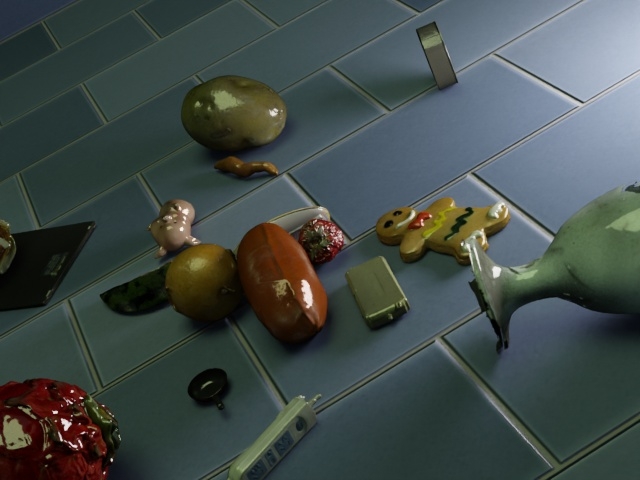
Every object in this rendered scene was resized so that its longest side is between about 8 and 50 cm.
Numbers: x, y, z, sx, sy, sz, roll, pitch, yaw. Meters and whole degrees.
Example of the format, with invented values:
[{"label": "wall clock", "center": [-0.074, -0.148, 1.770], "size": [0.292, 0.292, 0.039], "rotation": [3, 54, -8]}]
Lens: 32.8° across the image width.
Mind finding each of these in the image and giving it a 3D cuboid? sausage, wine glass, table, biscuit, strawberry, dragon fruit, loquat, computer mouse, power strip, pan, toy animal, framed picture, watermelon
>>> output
[{"label": "sausage", "center": [-0.069, 0.067, 1.787], "size": [0.133, 0.133, 0.258], "rotation": [-26, 40, 0]}, {"label": "wine glass", "center": [0.385, 0.029, 1.502], "size": [0.357, 0.190, 0.190], "rotation": [-20, 34, 14]}, {"label": "table", "center": [0.235, -0.373, 2.194], "size": [0.043, 0.133, 0.133], "rotation": [-22, 33, 8]}, {"label": "biscuit", "center": [0.193, -0.024, 1.834], "size": [0.240, 0.035, 0.158], "rotation": [5, 42, 38]}, {"label": "strawberry", "center": [0.000, 0.000, 1.890], "size": [0.083, 0.083, 0.096], "rotation": [-11, 13, 21]}, {"label": "dragon fruit", "center": [-0.424, 0.324, 1.592], "size": [0.299, 0.244, 0.244], "rotation": [-25, 25, 45]}, {"label": "loquat", "center": [-0.200, 0.073, 1.866], "size": [0.141, 0.141, 0.141], "rotation": [-17, 34, 12]}, {"label": "computer mouse", "center": [-0.076, -0.008, 1.943], "size": [0.199, 0.102, 0.045], "rotation": [-29, 72, -4]}, {"label": "power strip", "center": [-0.063, 0.288, 1.561], "size": [0.030, 0.047, 0.191], "rotation": [22, 56, 43]}, {"label": "pan", "center": [-0.169, 0.243, 1.712], "size": [0.068, 0.023, 0.115], "rotation": [-30, 31, -8]}, {"label": "toy animal", "center": [-0.283, -0.031, 2.127], "size": [0.083, 0.089, 0.150], "rotation": [-33, 30, 30]}, {"label": "framed picture", "center": [-0.660, 0.064, 2.295], "size": [0.338, 0.014, 0.255], "rotation": [-8, 38, 25]}, {"label": "watermelon", "center": [-0.304, 0.073, 2.014], "size": [0.245, 0.063, 0.119], "rotation": [-27, 15, 8]}, {"label": "power strip", "center": [0.092, 0.085, 1.754], "size": [0.076, 0.028, 0.169], "rotation": [-24, 32, 1]}]

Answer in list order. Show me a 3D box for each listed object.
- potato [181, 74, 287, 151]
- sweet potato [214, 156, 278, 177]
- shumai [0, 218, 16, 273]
[{"label": "potato", "center": [-0.184, -0.271, 2.320], "size": [0.235, 0.160, 0.178], "rotation": [11, 71, 24]}, {"label": "sweet potato", "center": [-0.161, -0.150, 2.237], "size": [0.179, 0.044, 0.044], "rotation": [7, 45, 42]}, {"label": "shumai", "center": [-0.743, -0.020, 2.268], "size": [0.218, 0.256, 0.189], "rotation": [14, 80, 10]}]
